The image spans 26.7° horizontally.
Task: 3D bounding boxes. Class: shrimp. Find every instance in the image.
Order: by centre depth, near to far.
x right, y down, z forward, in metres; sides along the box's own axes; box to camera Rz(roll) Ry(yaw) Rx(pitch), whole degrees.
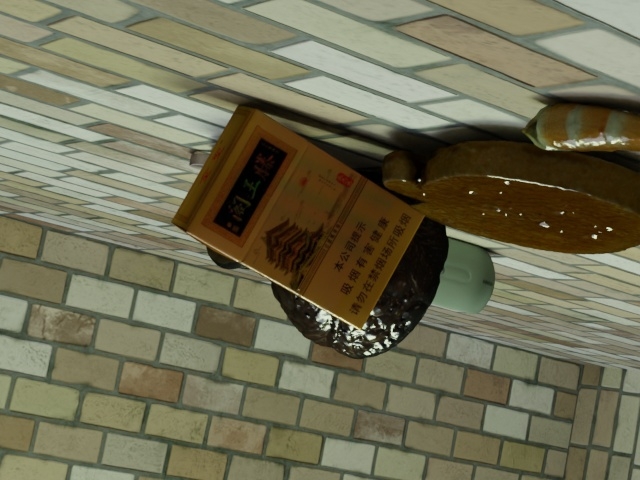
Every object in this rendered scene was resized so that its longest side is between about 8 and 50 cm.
[{"bbox_3d":[0.303,-0.107,1.390,0.161,0.049,0.166,5,178,31],"label":"shrimp"}]

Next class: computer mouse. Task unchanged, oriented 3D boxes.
[{"bbox_3d":[0.240,0.061,2.418,0.079,0.128,0.231,5,174,44],"label":"computer mouse"}]

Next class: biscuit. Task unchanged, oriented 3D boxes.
[{"bbox_3d":[0.247,-0.063,1.682,0.350,0.070,0.394,15,171,-10],"label":"biscuit"}]

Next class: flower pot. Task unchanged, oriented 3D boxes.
[{"bbox_3d":[0.000,0.000,1.877,0.267,0.266,0.266,29,164,-33],"label":"flower pot"}]

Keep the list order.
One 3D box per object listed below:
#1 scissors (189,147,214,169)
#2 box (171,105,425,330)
[{"bbox_3d":[-0.136,-0.117,1.981,0.118,0.030,0.242,11,175,-3],"label":"scissors"},{"bbox_3d":[-0.026,-0.026,1.692,0.274,0.174,0.076,31,175,-24],"label":"box"}]
